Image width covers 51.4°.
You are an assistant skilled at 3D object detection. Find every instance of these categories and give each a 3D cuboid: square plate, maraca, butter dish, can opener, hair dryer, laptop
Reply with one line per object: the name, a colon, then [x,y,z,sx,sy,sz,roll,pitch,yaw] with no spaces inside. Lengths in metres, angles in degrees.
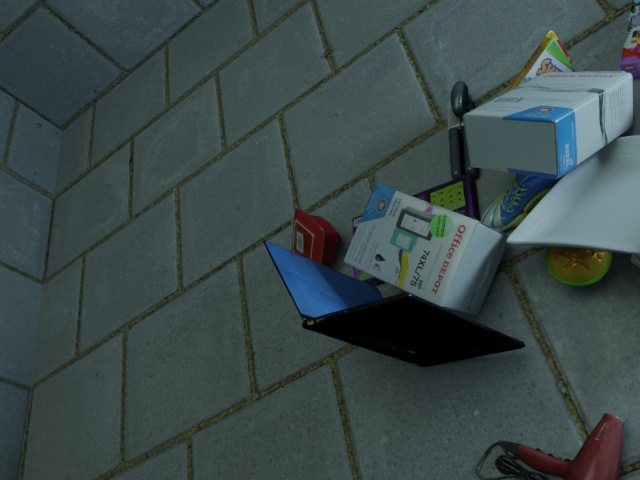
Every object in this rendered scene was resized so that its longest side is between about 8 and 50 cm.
square plate: [0.584,-0.089,1.288,0.347,0.049,0.344,-44,20,-17]
maraca: [0.530,0.017,1.366,0.127,0.099,0.186,2,53,23]
butter dish: [0.000,0.000,1.828,0.160,0.118,0.160,40,133,47]
can opener: [0.360,-0.281,1.724,0.074,0.093,0.281,-17,58,31]
hair dryer: [0.426,0.411,1.204,0.293,0.080,0.224,-37,44,15]
laptop: [0.143,0.109,1.401,0.407,0.382,0.236,-21,57,41]

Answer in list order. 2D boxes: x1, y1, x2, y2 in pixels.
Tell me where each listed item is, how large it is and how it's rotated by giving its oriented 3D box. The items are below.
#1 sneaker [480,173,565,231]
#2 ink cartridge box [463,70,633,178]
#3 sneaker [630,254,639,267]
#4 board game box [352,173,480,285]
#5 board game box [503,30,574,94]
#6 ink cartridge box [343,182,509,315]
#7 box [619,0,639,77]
sneaker: [0.450,-0.118,1.503,0.240,0.126,0.091,-37,45,16]
ink cartridge box: [0.497,-0.259,1.441,0.307,0.129,0.223,-30,29,-32]
sneaker: [0.652,0.049,1.259,0.115,0.090,0.232,-18,43,40]
board game box: [0.236,-0.018,1.682,0.346,0.056,0.208,-20,47,30]
board game box: [0.520,-0.368,1.610,0.259,0.124,0.039,-56,37,-4]
ink cartridge box: [0.238,0.021,1.485,0.270,0.197,0.198,24,94,36]
box: [0.830,-0.470,1.462,0.293,0.057,0.201,1,63,41]
